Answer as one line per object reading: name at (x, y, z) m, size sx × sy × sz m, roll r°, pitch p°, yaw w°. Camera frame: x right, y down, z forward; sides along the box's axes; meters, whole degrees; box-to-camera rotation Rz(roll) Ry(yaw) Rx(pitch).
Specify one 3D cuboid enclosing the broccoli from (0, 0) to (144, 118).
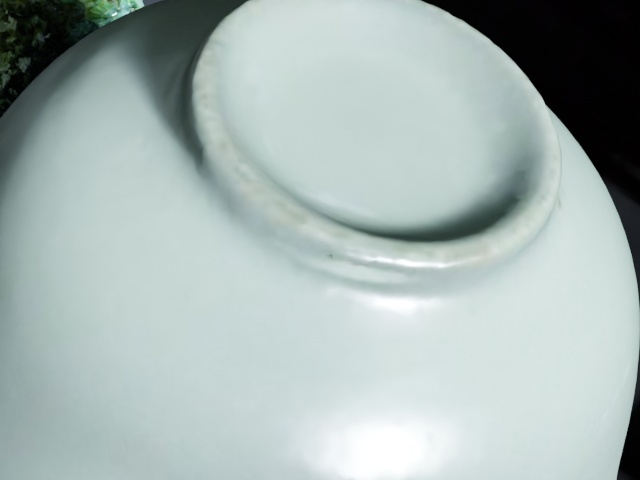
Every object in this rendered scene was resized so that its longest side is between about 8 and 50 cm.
broccoli at (-0.229, -0.168, 0.965) m, size 0.220 × 0.194 × 0.194 m, roll 2°, pitch -124°, yaw 57°

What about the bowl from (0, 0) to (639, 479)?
bowl at (0.000, 0.000, 0.523) m, size 0.289 × 0.289 × 0.146 m, roll -60°, pitch 174°, yaw -43°
